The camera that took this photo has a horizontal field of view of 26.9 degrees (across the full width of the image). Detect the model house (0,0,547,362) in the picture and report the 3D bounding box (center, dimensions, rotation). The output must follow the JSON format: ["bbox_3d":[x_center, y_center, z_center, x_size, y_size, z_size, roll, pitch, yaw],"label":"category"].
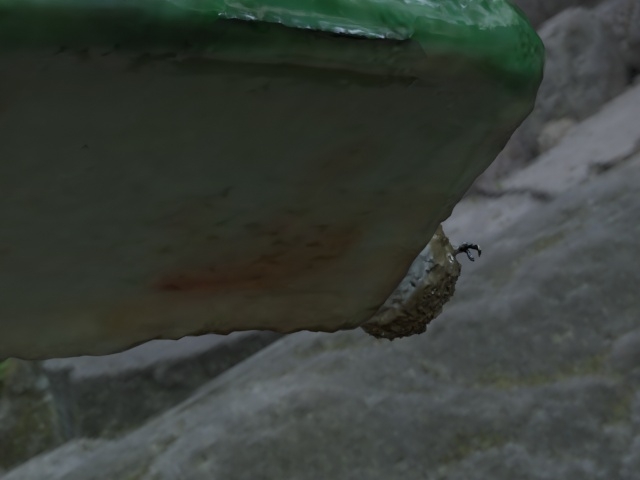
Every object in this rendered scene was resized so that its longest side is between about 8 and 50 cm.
[{"bbox_3d":[-0.106,-0.117,0.649,0.312,0.280,0.245,0,-38,-30],"label":"model house"}]

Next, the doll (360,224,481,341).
[{"bbox_3d":[-0.002,-0.007,0.882,0.115,0.221,0.105,-43,37,40],"label":"doll"}]
